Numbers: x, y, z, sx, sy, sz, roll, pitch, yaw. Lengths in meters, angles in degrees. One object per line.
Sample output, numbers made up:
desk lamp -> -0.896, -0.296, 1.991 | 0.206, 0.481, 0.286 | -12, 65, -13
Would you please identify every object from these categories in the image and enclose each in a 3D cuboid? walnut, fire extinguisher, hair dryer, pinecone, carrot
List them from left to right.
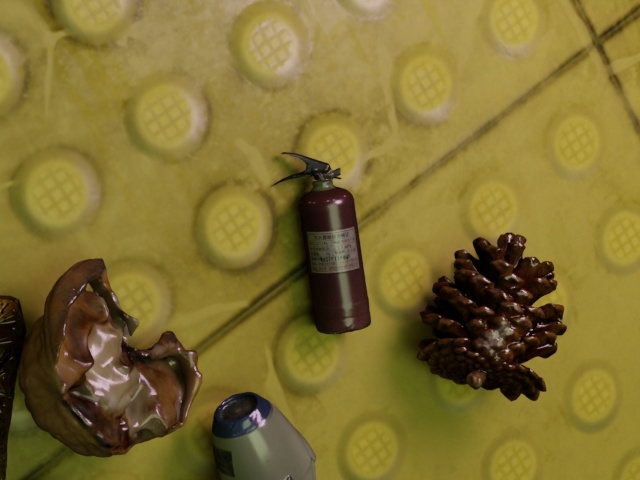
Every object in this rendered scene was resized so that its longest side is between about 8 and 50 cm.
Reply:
carrot -> -0.371, 0.176, 1.597 | 0.069, 0.069, 0.229 | 5, 94, -27
walnut -> -0.256, 0.152, 1.592 | 0.238, 0.141, 0.204 | 51, 36, -36
hair dryer -> -0.091, 0.370, 1.740 | 0.298, 0.119, 0.296 | -50, 122, -9
fire extinguisher -> 0.000, 0.000, 1.767 | 0.099, 0.071, 0.231 | -10, 100, 3
pinecone -> 0.227, 0.092, 1.829 | 0.185, 0.168, 0.212 | 30, 82, -24
